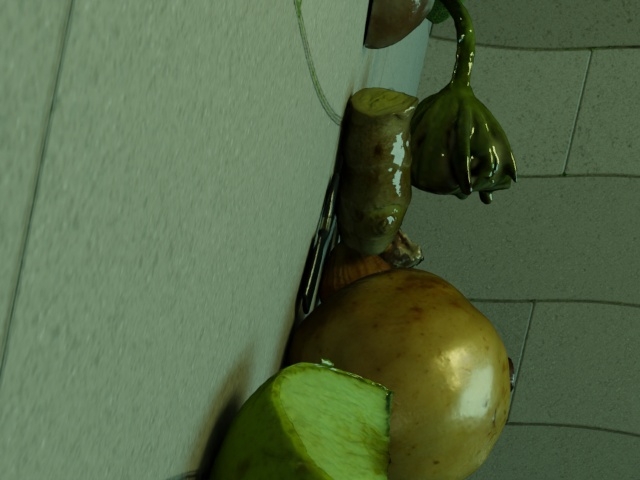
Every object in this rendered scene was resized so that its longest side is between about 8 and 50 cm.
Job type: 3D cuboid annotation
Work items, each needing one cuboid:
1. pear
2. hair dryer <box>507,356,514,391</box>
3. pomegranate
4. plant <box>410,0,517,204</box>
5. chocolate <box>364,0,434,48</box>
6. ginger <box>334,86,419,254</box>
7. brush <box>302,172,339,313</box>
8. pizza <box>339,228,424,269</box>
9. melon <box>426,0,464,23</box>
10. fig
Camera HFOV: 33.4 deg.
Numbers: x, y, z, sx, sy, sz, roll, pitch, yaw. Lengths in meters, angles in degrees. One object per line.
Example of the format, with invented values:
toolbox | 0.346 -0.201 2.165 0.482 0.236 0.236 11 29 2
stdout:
pear | -0.044 0.246 0.957 0.239 0.139 0.288 -64 -178 15
hair dryer | 0.090 0.228 1.657 0.340 0.312 0.123 136 -39 -53
pomegranate | 0.099 0.175 1.349 0.307 0.307 0.308 13 90 -84
plant | 0.179 -0.209 1.546 0.180 0.251 0.334 -17 115 -50
chocolate | 0.129 -0.375 1.488 0.254 0.080 0.157 -70 170 -54
ginger | 0.076 -0.087 1.462 0.116 0.109 0.263 -51 155 -47
brush | 0.000 0.000 1.368 0.063 0.016 0.194 90 14 -66
pizza | 0.086 0.006 1.640 0.195 0.052 0.185 21 -72 54
melon | 0.182 -0.459 1.700 0.169 0.129 0.265 -53 -165 40
fig | 0.050 0.054 1.598 0.119 0.119 0.153 97 -16 -45
